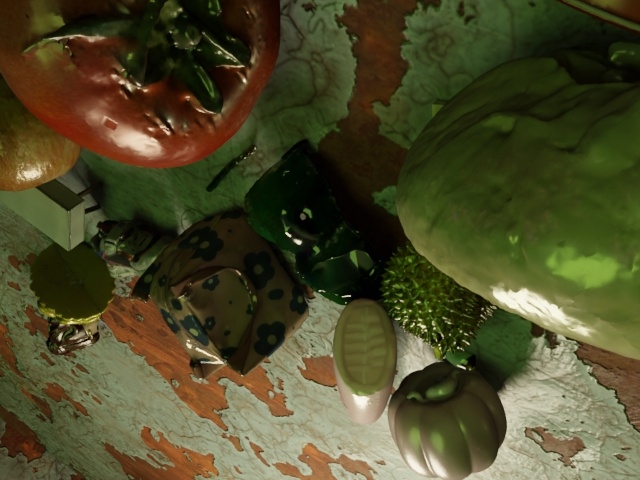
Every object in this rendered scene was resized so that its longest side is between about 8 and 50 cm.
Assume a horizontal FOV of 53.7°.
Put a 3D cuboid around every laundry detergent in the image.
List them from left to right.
[{"bbox_3d":[0.067,0.207,0.983,0.088,0.159,0.335,1,155,4],"label":"laundry detergent"}]

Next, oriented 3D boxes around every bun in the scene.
[{"bbox_3d":[0.247,-0.058,0.531,0.361,0.361,0.213,19,115,23],"label":"bun"}]

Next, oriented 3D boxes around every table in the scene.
[{"bbox_3d":[-0.538,-0.111,1.224,0.240,0.111,0.121,34,137,8],"label":"table"}]

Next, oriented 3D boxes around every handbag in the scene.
[{"bbox_3d":[-0.166,0.102,1.067,0.190,0.193,0.251,-15,113,47],"label":"handbag"}]

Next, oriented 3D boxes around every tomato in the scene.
[{"bbox_3d":[-0.219,-0.250,0.724,0.273,0.341,0.341,25,137,38],"label":"tomato"}]

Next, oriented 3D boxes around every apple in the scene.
[{"bbox_3d":[-0.515,-0.189,1.069,0.211,0.211,0.187,8,127,31],"label":"apple"}]

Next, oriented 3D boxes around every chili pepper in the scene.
[{"bbox_3d":[0.001,0.006,0.915,0.148,0.116,0.264,-35,105,22],"label":"chili pepper"}]

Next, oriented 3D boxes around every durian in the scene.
[{"bbox_3d":[0.162,0.062,0.830,0.146,0.159,0.198,30,171,31],"label":"durian"}]

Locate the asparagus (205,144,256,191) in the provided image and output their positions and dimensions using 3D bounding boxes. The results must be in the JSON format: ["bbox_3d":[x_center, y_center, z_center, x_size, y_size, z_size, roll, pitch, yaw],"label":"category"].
[{"bbox_3d":[-0.141,-0.116,1.002,0.163,0.016,0.016,-31,77,46],"label":"asparagus"}]

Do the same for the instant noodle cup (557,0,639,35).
[{"bbox_3d":[0.244,-0.271,0.437,0.250,0.250,0.192,30,128,13],"label":"instant noodle cup"}]

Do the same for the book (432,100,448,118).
[{"bbox_3d":[0.175,-0.114,0.770,0.077,0.014,0.111,14,131,29],"label":"book"}]

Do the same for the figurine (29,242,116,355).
[{"bbox_3d":[-0.561,0.158,1.462,0.187,0.168,0.315,27,146,0],"label":"figurine"}]

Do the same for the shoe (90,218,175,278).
[{"bbox_3d":[-0.356,0.000,1.192,0.228,0.099,0.125,-7,122,44],"label":"shoe"}]

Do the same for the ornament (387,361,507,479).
[{"bbox_3d":[0.189,0.267,0.963,0.178,0.177,0.177,20,134,22],"label":"ornament"}]
